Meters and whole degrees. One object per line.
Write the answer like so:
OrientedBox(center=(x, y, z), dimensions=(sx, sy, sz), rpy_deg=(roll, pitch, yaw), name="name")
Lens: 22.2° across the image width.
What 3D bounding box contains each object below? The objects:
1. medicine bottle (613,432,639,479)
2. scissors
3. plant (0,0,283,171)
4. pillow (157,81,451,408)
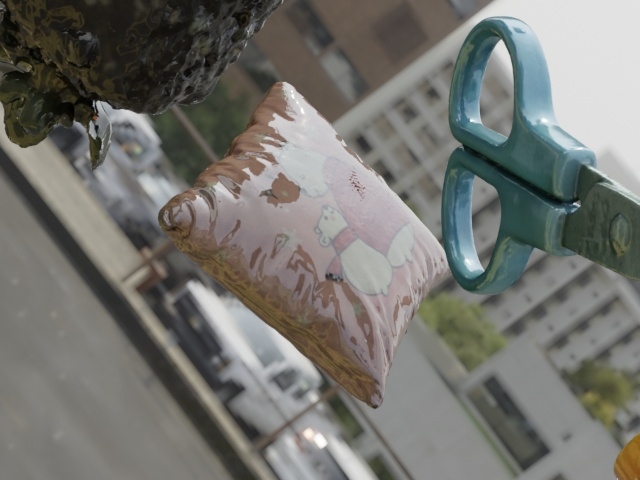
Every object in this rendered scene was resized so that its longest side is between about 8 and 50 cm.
OrientedBox(center=(0.384, 0.283, 1.573), dimensions=(0.112, 0.149, 0.222), rpy_deg=(15, 33, -42), name="medicine bottle")
OrientedBox(center=(0.164, -0.014, 0.968), dimensions=(0.447, 0.029, 0.192), rpy_deg=(-137, -130, -67), name="scissors")
OrientedBox(center=(-0.189, -0.200, 1.431), dimensions=(0.215, 0.312, 0.213), rpy_deg=(50, 14, 6), name="plant")
OrientedBox(center=(0.000, 0.000, 1.289), dimensions=(0.223, 0.084, 0.236), rpy_deg=(43, 38, -7), name="pillow")
